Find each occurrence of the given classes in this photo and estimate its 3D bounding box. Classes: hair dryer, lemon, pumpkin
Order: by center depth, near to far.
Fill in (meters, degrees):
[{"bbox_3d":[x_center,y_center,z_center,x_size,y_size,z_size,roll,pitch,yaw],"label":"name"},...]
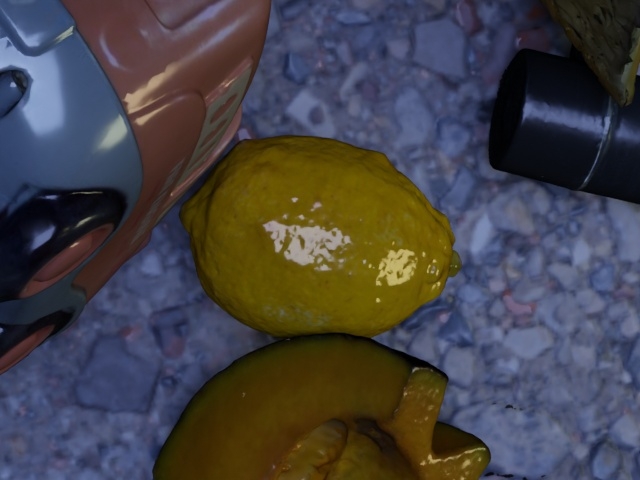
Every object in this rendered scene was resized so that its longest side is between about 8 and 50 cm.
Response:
[{"bbox_3d":[0.000,0.000,0.939,0.155,0.114,0.114,13,87,-10],"label":"lemon"},{"bbox_3d":[-0.004,0.165,0.958,0.130,0.149,0.254,12,100,-49],"label":"pumpkin"},{"bbox_3d":[0.174,-0.131,0.998,0.124,0.071,0.219,11,79,-10],"label":"hair dryer"}]

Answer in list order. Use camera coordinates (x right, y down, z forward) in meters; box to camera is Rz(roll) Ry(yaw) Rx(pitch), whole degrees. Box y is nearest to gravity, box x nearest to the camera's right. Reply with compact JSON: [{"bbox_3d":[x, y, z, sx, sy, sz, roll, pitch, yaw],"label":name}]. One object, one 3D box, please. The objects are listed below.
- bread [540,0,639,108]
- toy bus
[{"bbox_3d":[0.208,-0.254,0.879,0.315,0.248,0.279,-24,75,2],"label":"bread"},{"bbox_3d":[-0.137,-0.080,0.850,0.232,0.288,0.194,-39,84,-27],"label":"toy bus"}]
